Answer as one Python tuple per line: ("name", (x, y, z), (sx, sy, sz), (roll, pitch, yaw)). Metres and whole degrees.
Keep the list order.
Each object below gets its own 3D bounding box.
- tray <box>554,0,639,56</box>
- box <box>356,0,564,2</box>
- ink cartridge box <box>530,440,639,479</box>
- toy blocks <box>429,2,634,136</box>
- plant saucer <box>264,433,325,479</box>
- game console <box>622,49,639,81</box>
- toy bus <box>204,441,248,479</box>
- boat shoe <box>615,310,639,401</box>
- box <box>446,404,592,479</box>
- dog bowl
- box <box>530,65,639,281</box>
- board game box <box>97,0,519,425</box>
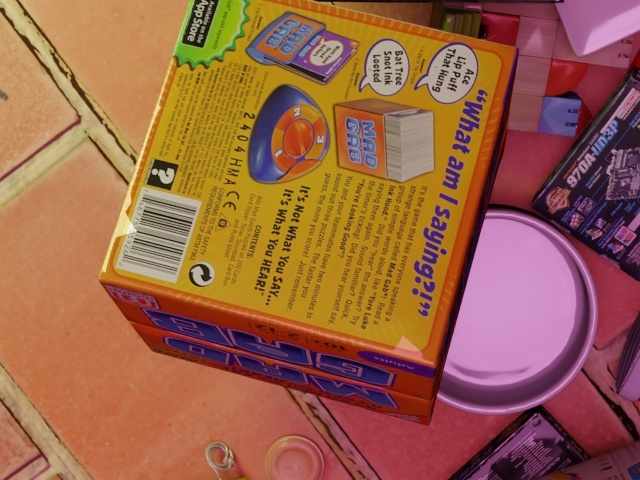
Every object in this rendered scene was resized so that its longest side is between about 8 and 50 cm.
("tray", (0.397, -0.329, 1.745), (0.270, 0.030, 0.145), (-25, 130, 8))
("box", (0.083, -0.426, 1.685), (0.395, 0.097, 0.318), (3, 98, 13))
("ink cartridge box", (0.343, 0.375, 1.864), (0.233, 0.171, 0.168), (-21, 95, 5))
("toy blocks", (0.274, -0.284, 1.857), (0.261, 0.190, 0.381), (7, 110, -4))
("plant saucer", (-0.036, 0.305, 2.039), (0.084, 0.013, 0.083), (1, 98, 6))
("game console", (0.479, -0.224, 1.914), (0.124, 0.085, 0.144), (34, 101, 32))
("toy bus", (-0.121, 0.408, 2.013), (0.191, 0.202, 0.104), (33, 133, -4))
("boat shoe", (0.476, 0.079, 1.912), (0.094, 0.109, 0.302), (26, 97, -1))
("box", (0.282, 0.419, 1.995), (0.295, 0.073, 0.293), (-44, 93, 9))
("dog bowl", (0.222, 0.086, 1.937), (0.265, 0.104, 0.264), (1, 98, 6))
("box", (0.400, -0.081, 1.895), (0.175, 0.051, 0.220), (34, 116, 0))
("board game box", (0.000, -0.031, 1.695), (0.356, 0.356, 0.356), (14, 75, 7))
